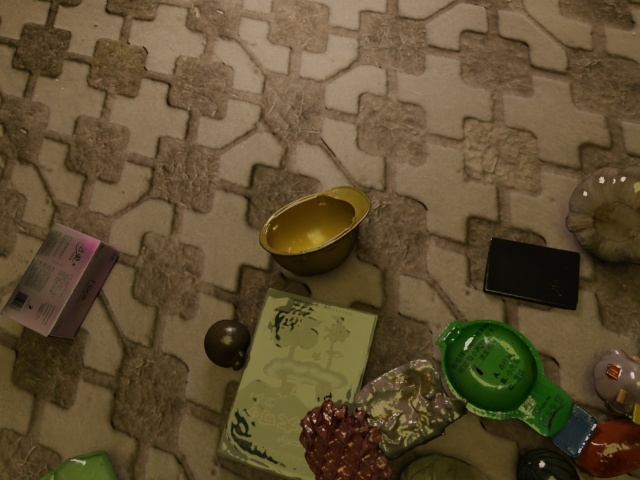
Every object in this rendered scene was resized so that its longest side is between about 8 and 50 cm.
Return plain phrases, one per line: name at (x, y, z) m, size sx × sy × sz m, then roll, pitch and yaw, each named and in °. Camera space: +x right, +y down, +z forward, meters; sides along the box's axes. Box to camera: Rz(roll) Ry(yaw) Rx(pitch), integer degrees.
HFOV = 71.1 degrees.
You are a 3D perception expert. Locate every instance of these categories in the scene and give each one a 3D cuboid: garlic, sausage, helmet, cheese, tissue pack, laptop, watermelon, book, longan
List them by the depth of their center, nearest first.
watermelon at (0.413, 0.435, 0.828) m, size 0.133 × 0.105 × 0.105 m, roll 45°, pitch 81°, yaw -4°
sausage at (0.564, 0.385, 0.842) m, size 0.180 × 0.089 × 0.089 m, roll -21°, pitch 70°, yaw 1°
cheese at (0.378, 0.282, 0.891) m, size 0.321 × 0.083 × 0.204 m, roll 38°, pitch 69°, yaw 21°
garlic at (0.658, -0.060, 0.952) m, size 0.212 × 0.218 × 0.218 m, roll -14°, pitch 65°, yaw -38°
book at (-0.044, 0.306, 0.967) m, size 0.261 × 0.043 × 0.370 m, roll 13°, pitch 74°, yaw 10°
longan at (-0.200, 0.228, 0.979) m, size 0.106 × 0.106 × 0.119 m, roll -37°, pitch 55°, yaw -6°
laptop at (0.470, 0.071, 0.997) m, size 0.198 × 0.016 × 0.135 m, roll 12°, pitch 73°, yaw 9°
helmet at (0.000, 0.000, 1.014) m, size 0.257 × 0.140 × 0.205 m, roll -26°, pitch 38°, yaw -12°
tissue pack at (-0.618, 0.100, 1.079) m, size 0.149 × 0.092 × 0.246 m, roll 21°, pitch 76°, yaw 14°

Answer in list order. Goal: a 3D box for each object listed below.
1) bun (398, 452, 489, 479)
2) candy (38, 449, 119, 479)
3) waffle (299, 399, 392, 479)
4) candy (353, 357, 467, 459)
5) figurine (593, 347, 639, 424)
bun at (0.237, 0.512, 0.818) m, size 0.223 × 0.127 × 0.222 m, roll -2°, pitch 74°, yaw 6°
candy at (-0.436, 0.590, 0.871) m, size 0.132 × 0.142 × 0.343 m, roll -26°, pitch 71°, yaw -16°
waffle at (0.043, 0.401, 0.809) m, size 0.056 × 0.234 × 0.221 m, roll -15°, pitch 85°, yaw -38°
candy at (0.173, 0.318, 0.863) m, size 0.185 × 0.195 × 0.137 m, roll -29°, pitch 66°, yaw 2°
figurine at (0.619, 0.268, 0.866) m, size 0.229 × 0.112 × 0.137 m, roll -16°, pitch 74°, yaw -11°
